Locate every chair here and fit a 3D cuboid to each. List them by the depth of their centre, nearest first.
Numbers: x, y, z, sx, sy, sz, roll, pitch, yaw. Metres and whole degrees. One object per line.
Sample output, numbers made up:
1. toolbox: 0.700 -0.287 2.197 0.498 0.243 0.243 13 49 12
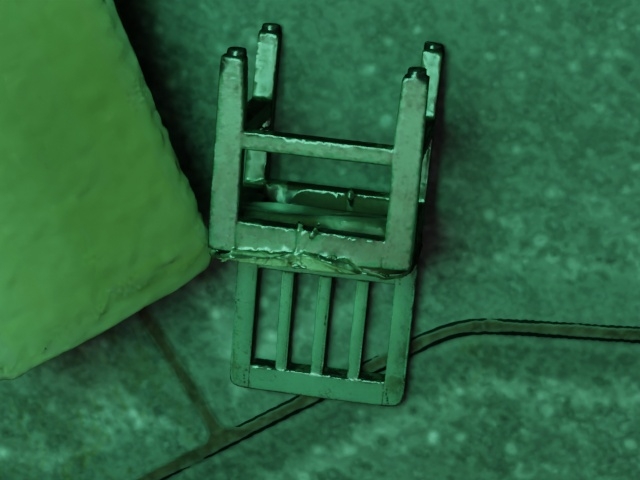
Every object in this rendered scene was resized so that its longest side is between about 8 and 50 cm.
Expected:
1. chair: 0.000 0.000 1.184 0.136 0.147 0.270 8 106 6

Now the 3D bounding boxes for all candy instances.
1. candy: -0.203 -0.086 1.138 0.179 0.135 0.321 -25 116 -11
